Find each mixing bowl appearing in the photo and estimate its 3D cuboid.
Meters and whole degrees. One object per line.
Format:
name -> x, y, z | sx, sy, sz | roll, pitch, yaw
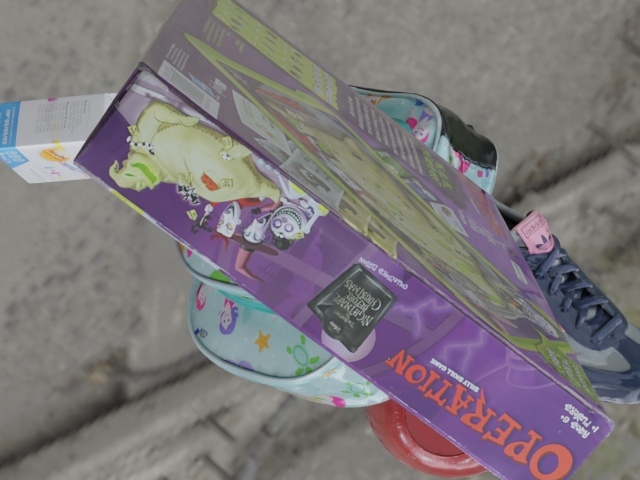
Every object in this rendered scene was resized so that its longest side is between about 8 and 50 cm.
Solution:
mixing bowl -> 0.129, 0.163, 1.571 | 0.181, 0.181, 0.098 | -58, 179, 10

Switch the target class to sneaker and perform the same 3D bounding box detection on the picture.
sneaker -> 0.228, 0.045, 1.639 | 0.112, 0.319, 0.131 | -41, 157, -40

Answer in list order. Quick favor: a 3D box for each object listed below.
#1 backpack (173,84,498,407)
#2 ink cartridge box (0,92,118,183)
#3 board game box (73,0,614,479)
backpack -> 0.000, 0.000, 1.254 | 0.191, 0.225, 0.253 | 19, 86, -48
ink cartridge box -> -0.274, -0.117, 1.805 | 0.104, 0.181, 0.061 | 48, 41, -63
board game box -> 0.007, -0.024, 0.694 | 0.056, 0.208, 0.347 | -55, -172, 11
